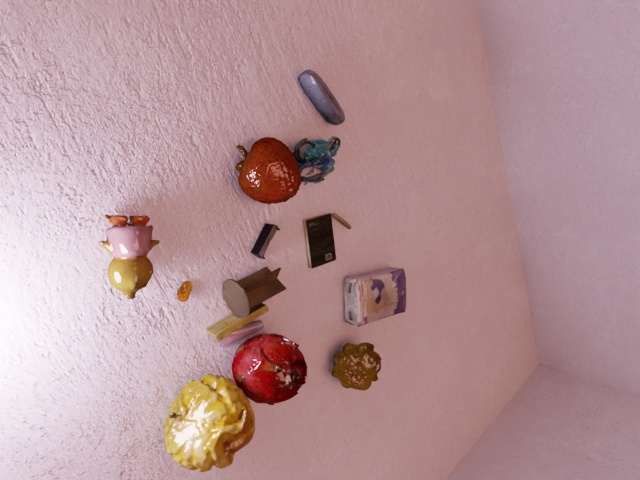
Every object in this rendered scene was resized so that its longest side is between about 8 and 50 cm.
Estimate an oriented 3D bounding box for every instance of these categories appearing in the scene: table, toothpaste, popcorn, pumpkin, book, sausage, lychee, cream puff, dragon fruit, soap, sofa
[{"bbox_3d":[-0.259,0.193,1.911,0.226,0.167,0.167,-26,111,-42],"label":"table"},{"bbox_3d":[-0.330,0.381,1.944,0.194,0.042,0.067,-17,109,-30],"label":"toothpaste"},{"bbox_3d":[-0.405,0.696,1.784,0.349,0.348,0.382,-60,152,-16],"label":"popcorn"},{"bbox_3d":[-0.517,0.193,1.775,0.050,0.028,0.083,42,62,-32],"label":"pumpkin"},{"bbox_3d":[0.000,0.000,2.163,0.160,0.024,0.229,-17,106,-37],"label":"book"},{"bbox_3d":[0.104,-0.091,2.234,0.132,0.024,0.024,35,74,-35],"label":"sausage"},{"bbox_3d":[-0.212,-0.278,1.834,0.299,0.255,0.255,26,78,-3],"label":"lychee"},{"bbox_3d":[0.170,0.601,2.263,0.244,0.196,0.244,10,69,-26],"label":"cream puff"},{"bbox_3d":[-0.204,0.520,1.917,0.295,0.301,0.296,9,79,-57],"label":"dragon fruit"},{"bbox_3d":[-0.334,0.319,1.896,0.252,0.092,0.037,-30,117,-32],"label":"soap"},{"bbox_3d":[-0.220,0.006,1.950,0.060,0.085,0.147,34,74,-33],"label":"sofa"}]

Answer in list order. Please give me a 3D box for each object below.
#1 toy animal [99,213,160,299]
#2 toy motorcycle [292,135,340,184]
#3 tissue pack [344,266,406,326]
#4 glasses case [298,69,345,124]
[{"bbox_3d":[-0.636,0.055,1.574,0.195,0.169,0.282,1,95,-35],"label":"toy animal"},{"bbox_3d":[-0.023,-0.348,2.035,0.260,0.154,0.206,-15,128,-40],"label":"toy motorcycle"},{"bbox_3d":[0.275,0.277,2.353,0.343,0.125,0.243,-8,102,-35],"label":"tissue pack"},{"bbox_3d":[0.008,-0.616,2.035,0.282,0.109,0.067,48,66,-33],"label":"glasses case"}]
